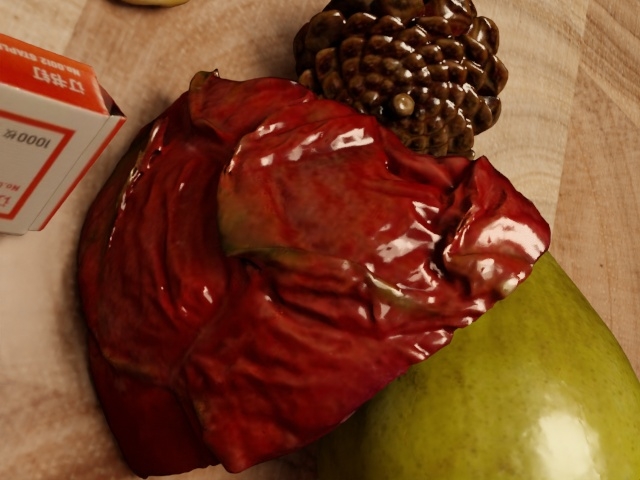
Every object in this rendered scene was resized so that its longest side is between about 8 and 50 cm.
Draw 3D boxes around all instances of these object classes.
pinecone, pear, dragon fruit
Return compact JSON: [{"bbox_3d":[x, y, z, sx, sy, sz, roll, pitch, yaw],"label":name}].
[{"bbox_3d":[0.073,-0.156,0.653,0.207,0.207,0.208,6,81,-40],"label":"pinecone"},{"bbox_3d":[0.131,0.143,0.597,0.287,0.287,0.375,8,70,-40],"label":"pear"},{"bbox_3d":[0.000,0.000,0.520,0.240,0.330,0.302,-13,91,-62],"label":"dragon fruit"}]

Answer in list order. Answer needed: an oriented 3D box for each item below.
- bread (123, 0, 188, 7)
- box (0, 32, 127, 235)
[{"bbox_3d":[-0.136,-0.278,0.553,0.119,0.084,0.177,-14,98,-40],"label":"bread"},{"bbox_3d":[-0.238,-0.070,0.388,0.229,0.123,0.050,13,41,-51],"label":"box"}]
